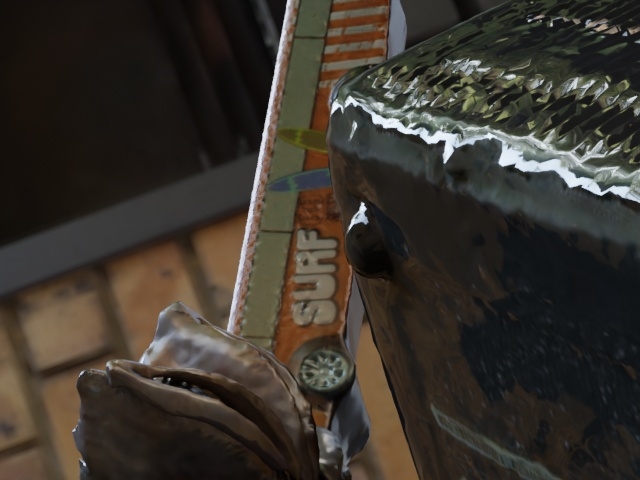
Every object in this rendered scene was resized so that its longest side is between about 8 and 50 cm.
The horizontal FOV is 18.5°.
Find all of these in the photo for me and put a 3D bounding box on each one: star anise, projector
[{"bbox_3d":[-0.034,0.138,0.805,0.229,0.093,0.236,15,-118,-79],"label":"star anise"},{"bbox_3d":[0.210,0.098,0.809,0.395,0.242,0.405,27,139,62],"label":"projector"}]

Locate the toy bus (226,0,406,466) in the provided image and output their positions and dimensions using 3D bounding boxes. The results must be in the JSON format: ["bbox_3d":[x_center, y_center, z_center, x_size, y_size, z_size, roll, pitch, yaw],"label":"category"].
[{"bbox_3d":[0.000,0.000,1.299,0.093,0.092,0.408,79,-163,-56],"label":"toy bus"}]
